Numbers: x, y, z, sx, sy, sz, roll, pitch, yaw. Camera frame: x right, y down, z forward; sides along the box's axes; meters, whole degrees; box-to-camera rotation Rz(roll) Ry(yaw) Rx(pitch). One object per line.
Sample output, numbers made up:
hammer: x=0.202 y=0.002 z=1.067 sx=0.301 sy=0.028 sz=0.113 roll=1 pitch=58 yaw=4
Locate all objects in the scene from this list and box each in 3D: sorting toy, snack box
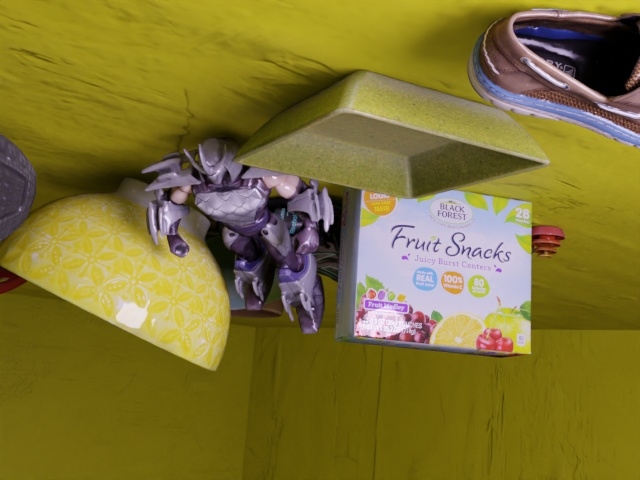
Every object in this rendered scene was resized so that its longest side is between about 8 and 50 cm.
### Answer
sorting toy: x=0.273 y=0.008 z=1.127 sx=0.061 sy=0.042 sz=0.102 roll=7 pitch=170 yaw=-15
snack box: x=0.125 y=0.032 z=0.950 sx=0.207 sy=0.174 sz=0.070 roll=9 pitch=166 yaw=-18

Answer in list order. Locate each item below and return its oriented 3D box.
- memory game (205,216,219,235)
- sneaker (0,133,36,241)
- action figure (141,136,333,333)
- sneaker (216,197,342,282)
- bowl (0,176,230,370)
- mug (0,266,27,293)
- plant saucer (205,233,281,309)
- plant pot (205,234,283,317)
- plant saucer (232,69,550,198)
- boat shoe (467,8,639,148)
memory game: x=-0.163 y=-0.014 z=1.300 sx=0.186 sy=0.012 sz=0.186 roll=5 pitch=170 yaw=1
sneaker: x=-0.468 y=-0.091 z=0.781 sx=0.411 sy=0.158 sz=0.182 roll=9 pitch=-159 yaw=-33
action figure: x=-0.069 y=-0.012 z=0.879 sx=0.186 sy=0.099 sz=0.285 roll=5 pitch=151 yaw=19
sneaker: x=0.000 y=0.000 z=1.047 sx=0.268 sy=0.101 sz=0.106 roll=1 pitch=168 yaw=17
bowl: x=-0.215 y=0.020 z=1.012 sx=0.290 sy=0.156 sz=0.289 roll=25 pitch=171 yaw=4
mug: x=-0.504 y=0.028 z=1.338 sx=0.169 sy=0.150 sz=0.113 roll=7 pitch=155 yaw=-38
plant saucer: x=-0.117 y=0.029 z=1.186 sx=0.195 sy=0.037 sz=0.195 roll=-1 pitch=-152 yaw=1
plant pot: x=-0.171 y=0.054 z=1.338 sx=0.238 sy=0.109 sz=0.237 roll=4 pitch=170 yaw=1
plant saucer: x=0.052 y=-0.083 z=0.693 sx=0.188 sy=0.045 sz=0.188 roll=10 pitch=170 yaw=-28
boat shoe: x=0.181 y=-0.094 z=0.501 sx=0.183 sy=0.066 sz=0.066 roll=5 pitch=169 yaw=-4
